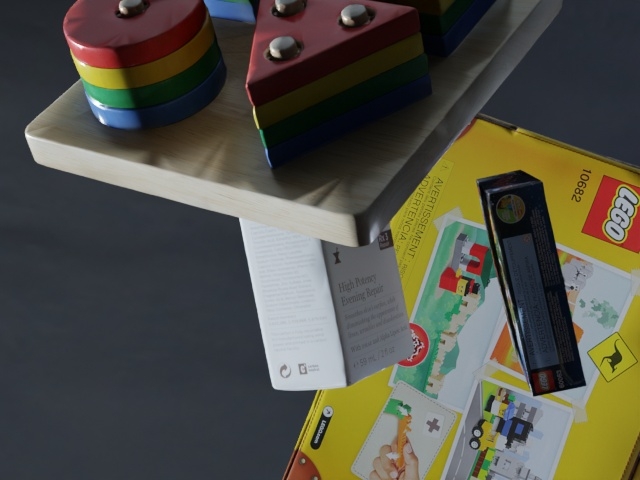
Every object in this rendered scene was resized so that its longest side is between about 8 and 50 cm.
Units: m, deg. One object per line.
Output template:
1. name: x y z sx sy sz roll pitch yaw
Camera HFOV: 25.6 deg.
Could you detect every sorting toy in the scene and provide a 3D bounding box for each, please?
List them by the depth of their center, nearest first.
1. sorting toy: -0.022 -0.134 0.877 0.257 0.255 0.089 15 138 31

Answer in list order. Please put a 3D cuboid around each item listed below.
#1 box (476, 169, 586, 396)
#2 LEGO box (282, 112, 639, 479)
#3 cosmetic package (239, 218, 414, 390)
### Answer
1. box: 0.170 0.027 1.162 0.044 0.159 0.233 -13 -176 5
2. LEGO box: 0.228 0.137 1.589 0.372 0.500 0.193 23 -178 25
3. cosmetic package: 0.000 0.000 1.185 0.085 0.231 0.117 -7 -174 32
